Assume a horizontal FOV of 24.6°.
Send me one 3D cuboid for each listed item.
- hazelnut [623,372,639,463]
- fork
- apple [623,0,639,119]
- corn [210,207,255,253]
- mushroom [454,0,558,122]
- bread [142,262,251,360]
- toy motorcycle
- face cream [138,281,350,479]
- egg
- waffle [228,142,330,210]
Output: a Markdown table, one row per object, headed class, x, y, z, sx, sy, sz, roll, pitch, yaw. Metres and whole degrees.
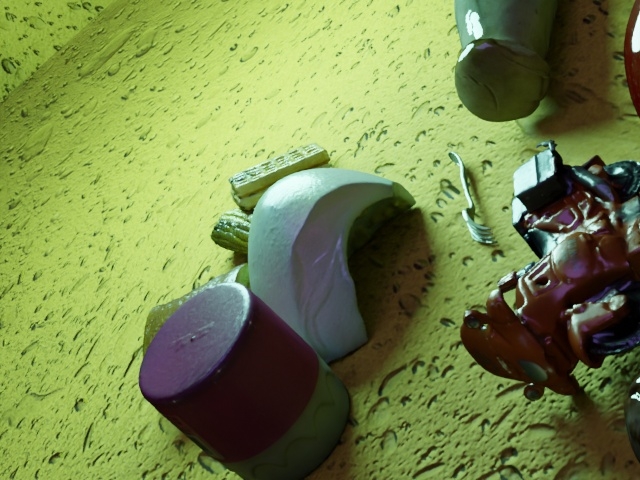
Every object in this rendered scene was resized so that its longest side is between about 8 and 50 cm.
| class | x | y | z | sx | sy | sz | roll | pitch | yaw |
| --- | --- | --- | --- | --- | --- | --- | --- | --- | --- |
| hazelnut | 0.331 | 0.161 | 1.240 | 0.143 | 0.143 | 0.154 | -40 | 30 | 8 |
| fork | 0.180 | -0.057 | 1.831 | 0.028 | 0.034 | 0.219 | -30 | 31 | 10 |
| apple | 0.426 | -0.180 | 1.443 | 0.260 | 0.260 | 0.216 | 12 | 85 | 57 |
| corn | -0.089 | -0.012 | 2.087 | 0.203 | 0.072 | 0.072 | 7 | 57 | 56 |
| mushroom | 0.245 | -0.305 | 1.976 | 0.154 | 0.137 | 0.407 | -14 | 33 | 24 |
| bread | -0.148 | 0.115 | 1.956 | 0.172 | 0.103 | 0.132 | -29 | 36 | 27 |
| toy motorcycle | 0.248 | 0.036 | 1.511 | 0.221 | 0.148 | 0.325 | -29 | 27 | 23 |
| face cream | -0.087 | 0.171 | 1.707 | 0.175 | 0.195 | 0.175 | -31 | 33 | 22 |
| egg | -0.015 | 0.006 | 1.866 | 0.206 | 0.162 | 0.271 | -7 | 44 | 47 |
| waffle | -0.059 | -0.093 | 2.117 | 0.148 | 0.042 | 0.102 | -23 | 15 | -5 |
